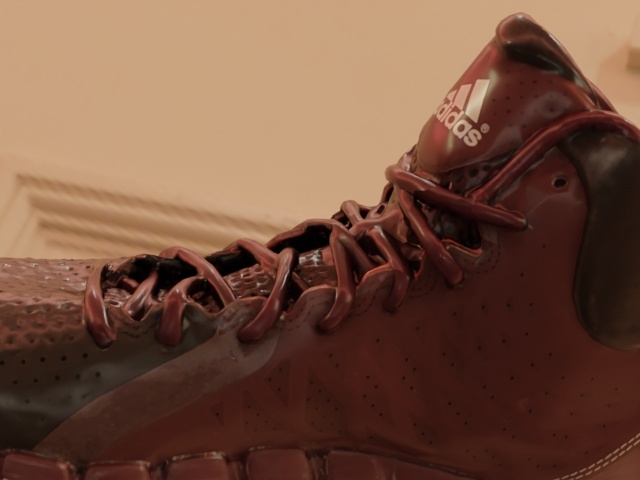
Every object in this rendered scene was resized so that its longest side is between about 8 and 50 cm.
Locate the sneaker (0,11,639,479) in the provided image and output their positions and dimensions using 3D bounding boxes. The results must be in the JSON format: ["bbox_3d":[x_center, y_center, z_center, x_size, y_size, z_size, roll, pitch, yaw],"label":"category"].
[{"bbox_3d":[0.000,0.000,0.424,0.281,0.106,0.163,11,-63,-16],"label":"sneaker"}]
